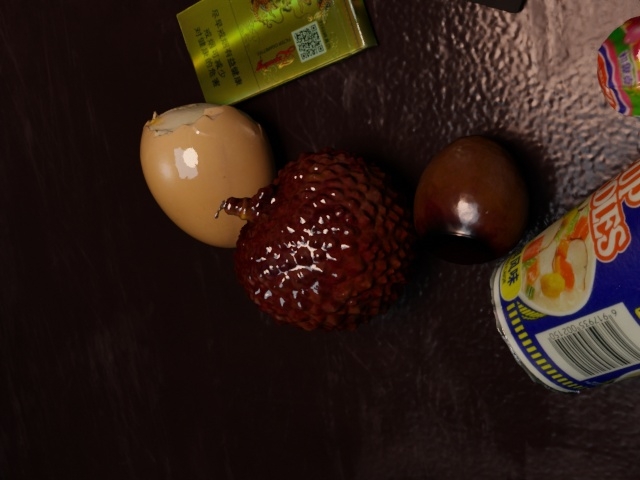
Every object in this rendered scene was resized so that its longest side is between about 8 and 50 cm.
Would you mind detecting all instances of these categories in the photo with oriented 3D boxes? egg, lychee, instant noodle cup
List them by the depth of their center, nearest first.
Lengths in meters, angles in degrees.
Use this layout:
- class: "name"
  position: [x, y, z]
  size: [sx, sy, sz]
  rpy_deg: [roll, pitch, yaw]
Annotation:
- class: "instant noodle cup"
  position: [0.378, 0.041, 0.901]
  size: [0.312, 0.284, 0.284]
  rpy_deg: [-37, 84, 42]
- class: "lychee"
  position: [0.000, 0.000, 1.093]
  size: [0.300, 0.264, 0.264]
  rpy_deg: [20, 125, -24]
- class: "egg"
  position: [-0.168, -0.103, 1.218]
  size: [0.201, 0.201, 0.244]
  rpy_deg: [-11, 107, 34]

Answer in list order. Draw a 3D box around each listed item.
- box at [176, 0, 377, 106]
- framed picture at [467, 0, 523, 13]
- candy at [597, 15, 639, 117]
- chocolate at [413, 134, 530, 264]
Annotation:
- class: "box"
  position: [-0.075, -0.322, 1.186]
  size: [0.311, 0.043, 0.173]
  rpy_deg: [-16, 96, 35]
- class: "framed picture"
  position: [0.114, -0.445, 0.958]
  size: [0.347, 0.016, 0.265]
  rpy_deg: [18, 132, 13]
- class: "candy"
  position: [0.485, -0.226, 0.831]
  size: [0.365, 0.124, 0.124]
  rpy_deg: [-14, 97, 20]
- class: "chocolate"
  position: [0.204, -0.056, 1.035]
  size: [0.177, 0.177, 0.176]
  rpy_deg: [10, 110, 29]
